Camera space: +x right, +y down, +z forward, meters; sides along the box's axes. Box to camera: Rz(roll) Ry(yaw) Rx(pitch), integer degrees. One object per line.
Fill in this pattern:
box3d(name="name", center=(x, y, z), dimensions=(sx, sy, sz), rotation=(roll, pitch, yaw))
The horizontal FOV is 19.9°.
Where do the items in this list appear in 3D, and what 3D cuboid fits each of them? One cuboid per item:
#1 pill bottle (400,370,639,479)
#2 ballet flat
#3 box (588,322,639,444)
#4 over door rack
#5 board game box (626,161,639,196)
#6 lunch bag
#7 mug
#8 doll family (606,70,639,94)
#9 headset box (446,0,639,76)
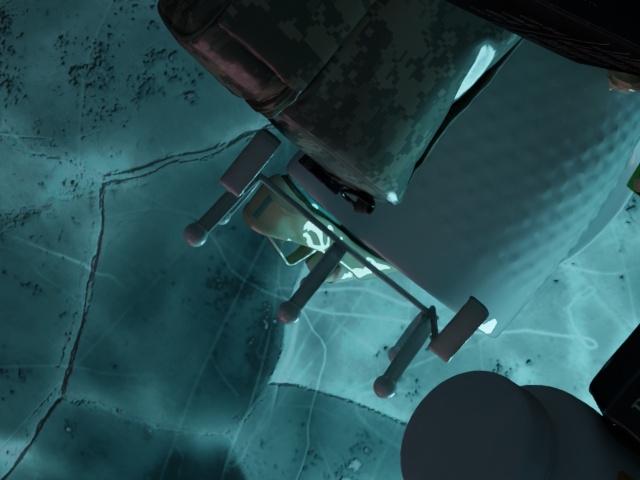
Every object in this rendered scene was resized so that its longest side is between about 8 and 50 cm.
box3d(name="pill bottle", center=(0.163, 0.181, 1.263), dimensions=(0.245, 0.136, 0.136), rotation=(36, -175, -44))
box3d(name="ballet flat", center=(0.000, 0.000, 1.956), dimensions=(0.086, 0.086, 0.248), rotation=(42, -175, 38))
box3d(name="box", center=(0.388, 0.091, 1.244), dimensions=(0.294, 0.296, 0.183), rotation=(39, -176, 4))
box3d(name="over door rack", center=(0.002, 0.028, 1.594), dimensions=(0.239, 0.108, 0.324), rotation=(38, 175, -1))
box3d(name="board game box", center=(0.465, 0.005, 1.764), dimensions=(0.317, 0.046, 0.213), rotation=(9, -154, -46))
box3d(name="lunch bag", center=(0.049, -0.203, 1.503), dimensions=(0.256, 0.305, 0.212), rotation=(39, -177, -19))
box3d(name="mug", center=(0.200, -0.095, 1.862), dimensions=(0.374, 0.328, 0.276), rotation=(34, -174, -47))
box3d(name="doll family", center=(0.339, -0.117, 1.605), dimensions=(0.163, 0.118, 0.263), rotation=(31, -155, -22))
box3d(name="headset box", center=(0.078, -0.196, 0.942), dimensions=(0.283, 0.131, 0.246), rotation=(23, -176, -12))
